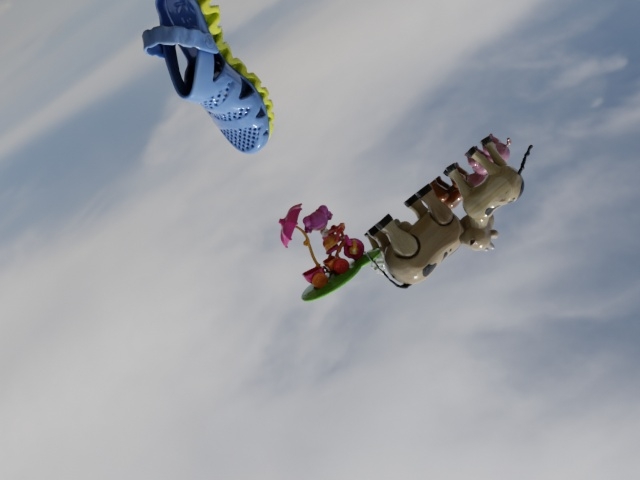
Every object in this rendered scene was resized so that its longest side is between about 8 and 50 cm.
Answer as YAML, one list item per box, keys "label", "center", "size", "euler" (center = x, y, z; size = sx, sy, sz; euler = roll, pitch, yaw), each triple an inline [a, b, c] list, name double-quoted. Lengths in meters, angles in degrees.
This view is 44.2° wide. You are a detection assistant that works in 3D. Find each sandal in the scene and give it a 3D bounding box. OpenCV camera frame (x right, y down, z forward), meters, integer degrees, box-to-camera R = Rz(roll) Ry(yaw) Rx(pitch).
- label: "sandal"
  center: [-0.189, -0.263, 1.274]
  size: [0.126, 0.317, 0.138]
  euler: [-9, -144, 37]

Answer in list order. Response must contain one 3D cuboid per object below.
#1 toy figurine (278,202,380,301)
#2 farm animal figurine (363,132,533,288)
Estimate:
- label: "toy figurine"
  center: [0.000, 0.000, 1.447]
  size: [0.173, 0.159, 0.130]
  euler: [-32, -168, -6]
- label: "farm animal figurine"
  center: [0.239, -0.030, 1.432]
  size: [0.326, 0.172, 0.330]
  euler: [-38, 178, 1]
